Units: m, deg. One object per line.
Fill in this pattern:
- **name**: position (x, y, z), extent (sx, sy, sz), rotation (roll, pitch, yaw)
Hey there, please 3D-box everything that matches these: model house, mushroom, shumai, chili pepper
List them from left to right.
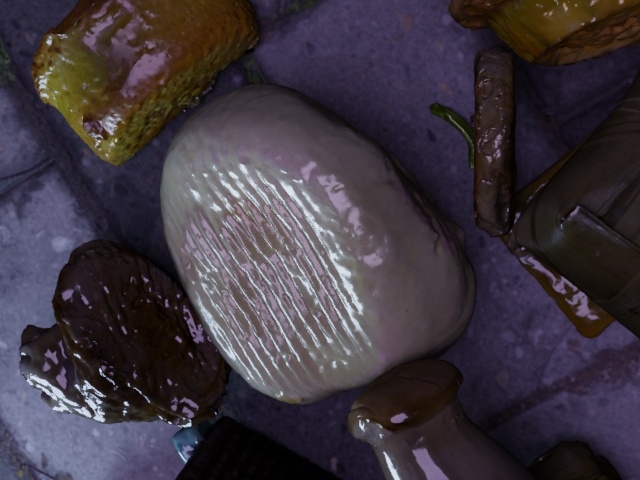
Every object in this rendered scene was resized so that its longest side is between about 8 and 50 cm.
- **shumai**: position (-0.217, 0.122, 1.865), extent (0.218, 0.184, 0.185), rotation (29, 147, -11)
- **model house**: position (-0.109, 0.336, 1.788), extent (0.230, 0.280, 0.249), rotation (-36, 95, 17)
- **chili pepper**: position (0.146, -0.115, 1.777), extent (0.083, 0.017, 0.030), rotation (49, 129, 3)
- **mushroom**: position (0.173, 0.296, 1.629), extent (0.154, 0.137, 0.407), rotation (-25, 103, 13)

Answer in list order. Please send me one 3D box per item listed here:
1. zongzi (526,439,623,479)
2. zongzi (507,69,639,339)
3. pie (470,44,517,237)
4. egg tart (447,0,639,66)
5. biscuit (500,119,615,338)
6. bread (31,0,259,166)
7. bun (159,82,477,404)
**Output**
- **zongzi**: position (0.254, 0.390, 1.804), extent (0.274, 0.145, 0.300), rotation (-37, 116, 4)
- **zongzi**: position (0.447, -0.014, 1.664), extent (0.447, 0.181, 0.418), rotation (40, 73, -18)
- **pie**: position (0.174, -0.096, 1.674), extent (0.046, 0.195, 0.195), rotation (-1, 100, 6)
- **egg tart**: position (0.264, -0.247, 1.585), extent (0.288, 0.288, 0.118), rotation (-24, 79, 18)
- **biscuit**: position (0.288, -0.015, 1.743), extent (0.183, 0.039, 0.174), rotation (-44, 86, 19)
- **bread**: position (-0.203, -0.201, 1.789), extent (0.260, 0.147, 0.160), rotation (-37, 86, 18)
- **bun**: position (0.000, 0.000, 1.735), extent (0.361, 0.213, 0.361), rotation (20, 128, 28)
